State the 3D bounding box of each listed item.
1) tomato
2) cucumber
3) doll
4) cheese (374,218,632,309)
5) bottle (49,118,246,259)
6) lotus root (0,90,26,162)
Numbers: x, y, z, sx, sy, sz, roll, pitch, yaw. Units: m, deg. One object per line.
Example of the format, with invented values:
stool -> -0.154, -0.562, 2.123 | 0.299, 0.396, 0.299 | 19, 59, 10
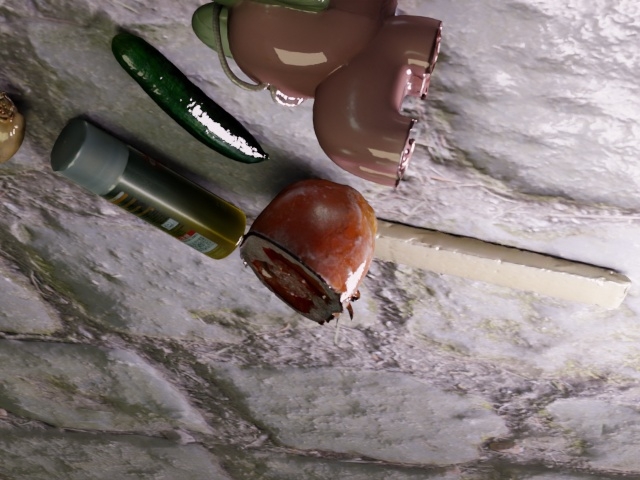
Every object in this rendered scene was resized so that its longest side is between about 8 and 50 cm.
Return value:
tomato -> 0.000, 0.000, 2.013 | 0.180, 0.155, 0.214 | 37, 164, -7
cucumber -> -0.159, -0.164, 1.862 | 0.056, 0.056, 0.284 | -8, 147, 36
doll -> -0.017, -0.196, 1.548 | 0.268, 0.216, 0.284 | 16, 169, 5
cheese -> 0.232, 0.032, 2.124 | 0.400, 0.034, 0.085 | 12, 155, -2
bottle -> -0.230, -0.067, 2.058 | 0.286, 0.082, 0.082 | 30, 149, -35
lotus root -> -0.421, -0.145, 1.991 | 0.062, 0.073, 0.150 | -26, 169, -27
